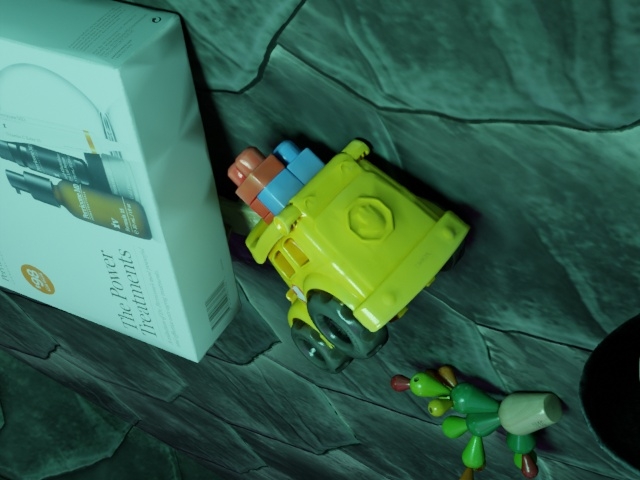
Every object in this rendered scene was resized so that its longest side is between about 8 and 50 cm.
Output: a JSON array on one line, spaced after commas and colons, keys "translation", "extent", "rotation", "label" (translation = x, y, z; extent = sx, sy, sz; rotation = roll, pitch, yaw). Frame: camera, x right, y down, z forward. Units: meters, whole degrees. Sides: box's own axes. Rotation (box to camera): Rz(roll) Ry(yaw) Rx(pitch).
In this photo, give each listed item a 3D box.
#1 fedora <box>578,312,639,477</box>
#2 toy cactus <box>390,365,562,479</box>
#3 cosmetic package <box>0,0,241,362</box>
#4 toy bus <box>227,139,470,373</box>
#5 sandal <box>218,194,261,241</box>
[{"translation": [0.306, 0.029, 0.604], "extent": [0.334, 0.334, 0.152], "rotation": [0, 114, 46], "label": "fedora"}, {"translation": [0.202, 0.218, 1.229], "extent": [0.219, 0.112, 0.180], "rotation": [46, 142, -17], "label": "toy cactus"}, {"translation": [-0.245, -0.069, 1.021], "extent": [0.285, 0.097, 0.377], "rotation": [19, 140, 25], "label": "cosmetic package"}, {"translation": [0.000, 0.000, 0.962], "extent": [0.211, 0.149, 0.220], "rotation": [42, 158, 0], "label": "toy bus"}, {"translation": [-0.133, -0.011, 1.134], "extent": [0.240, 0.079, 0.088], "rotation": [9, 150, 36], "label": "sandal"}]
